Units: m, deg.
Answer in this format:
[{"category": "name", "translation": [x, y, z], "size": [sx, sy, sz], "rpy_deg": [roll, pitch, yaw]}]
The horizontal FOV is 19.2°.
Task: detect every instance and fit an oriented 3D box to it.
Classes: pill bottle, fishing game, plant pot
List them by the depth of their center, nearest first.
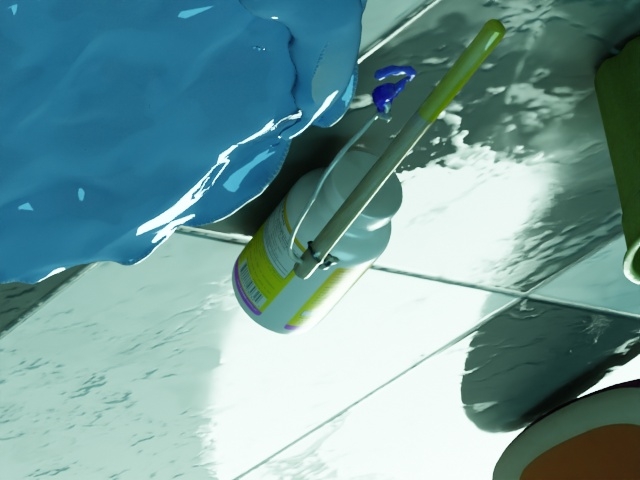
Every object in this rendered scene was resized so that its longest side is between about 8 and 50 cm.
[{"category": "fishing game", "translation": [-0.077, -0.054, 0.582], "size": [0.264, 0.041, 0.189], "rpy_deg": [4, 140, -29]}, {"category": "plant pot", "translation": [0.140, -0.037, 0.713], "size": [0.083, 0.079, 0.083], "rpy_deg": [-16, 155, -7]}, {"category": "pill bottle", "translation": [0.000, 0.000, 0.735], "size": [0.043, 0.043, 0.083], "rpy_deg": [-2, 151, -31]}]

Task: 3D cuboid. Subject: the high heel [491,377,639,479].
[{"category": "high heel", "translation": [0.286, 0.107, 1.043], "size": [0.377, 0.127, 0.181], "rpy_deg": [-7, -170, 35]}]
